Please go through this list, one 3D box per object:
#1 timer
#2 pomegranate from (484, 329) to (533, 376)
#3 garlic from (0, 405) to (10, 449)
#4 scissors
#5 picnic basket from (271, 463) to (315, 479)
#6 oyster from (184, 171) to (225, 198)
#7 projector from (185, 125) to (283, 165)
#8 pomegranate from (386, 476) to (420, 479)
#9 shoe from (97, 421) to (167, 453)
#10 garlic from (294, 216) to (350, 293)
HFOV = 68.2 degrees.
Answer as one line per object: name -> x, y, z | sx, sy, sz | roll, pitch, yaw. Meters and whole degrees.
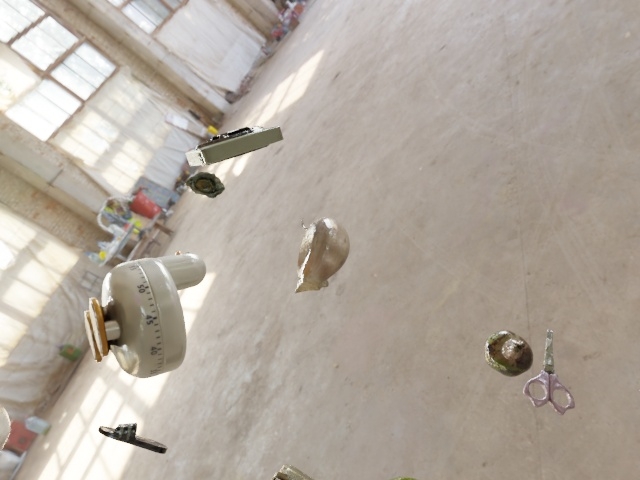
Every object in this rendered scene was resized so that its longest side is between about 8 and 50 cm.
timer -> -0.324, 0.144, 0.933 | 0.233, 0.240, 0.233 | 23, 118, 51
pomegranate -> 0.557, 0.319, 1.374 | 0.126, 0.138, 0.163 | -29, -25, -34
garlic -> -0.550, 0.280, 0.610 | 0.281, 0.184, 0.203 | -18, 9, -5
scissors -> 0.531, 0.295, 1.094 | 0.021, 0.110, 0.212 | 94, -165, -53
picnic basket -> -0.081, 0.638, 1.008 | 0.266, 0.165, 0.139 | -62, -11, 1
oyster -> -0.351, -0.164, 1.449 | 0.098, 0.100, 0.037 | -34, -12, -11
projector -> -0.279, -0.305, 1.494 | 0.259, 0.079, 0.257 | -22, 17, -22
pomegranate -> 0.228, 0.698, 1.100 | 0.260, 0.341, 0.260 | -35, 45, 46
shoe -> -0.470, 0.490, 1.204 | 0.071, 0.179, 0.049 | -27, 39, 67
garlic -> 0.003, -0.003, 1.220 | 0.149, 0.128, 0.266 | -7, 37, 10
